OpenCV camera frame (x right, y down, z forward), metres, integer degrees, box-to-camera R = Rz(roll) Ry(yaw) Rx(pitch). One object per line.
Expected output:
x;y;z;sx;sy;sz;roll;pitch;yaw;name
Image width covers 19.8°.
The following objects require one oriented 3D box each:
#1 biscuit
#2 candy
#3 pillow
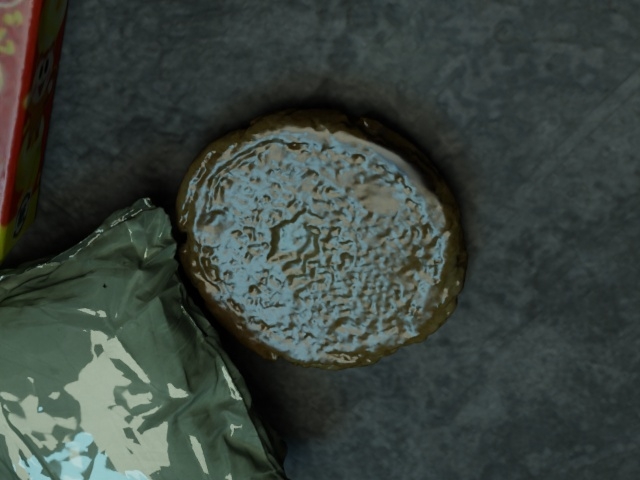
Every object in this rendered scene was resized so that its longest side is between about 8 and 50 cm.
0.000;0.000;1.372;0.226;0.042;0.226;3;118;6;biscuit
-0.267;-0.129;1.324;0.146;0.088;0.276;16;116;2;candy
-0.198;0.134;1.416;0.310;0.138;0.283;-18;104;15;pillow
